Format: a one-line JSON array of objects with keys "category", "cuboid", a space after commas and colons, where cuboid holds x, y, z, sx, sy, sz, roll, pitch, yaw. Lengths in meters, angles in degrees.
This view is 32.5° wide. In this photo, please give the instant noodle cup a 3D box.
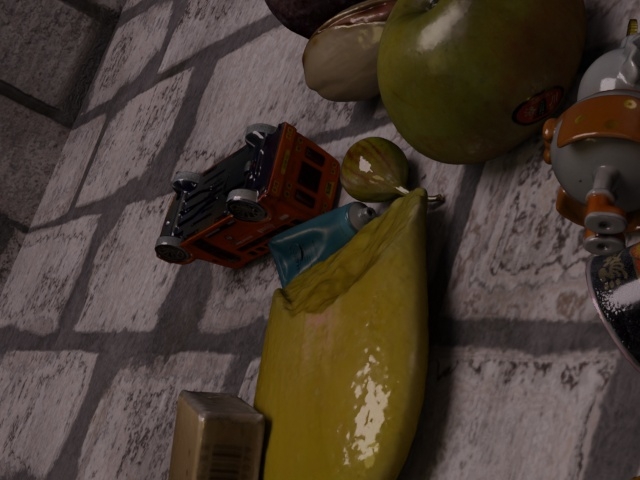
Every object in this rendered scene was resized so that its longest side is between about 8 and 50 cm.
[{"category": "instant noodle cup", "cuboid": [0.305, 0.034, 0.883, 0.135, 0.127, 0.127, -35, 37, 30]}]

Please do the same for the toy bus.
[{"category": "toy bus", "cuboid": [-0.121, -0.050, 1.669, 0.329, 0.153, 0.143, -26, 44, 48]}]

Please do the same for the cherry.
[{"category": "cherry", "cuboid": [0.001, -0.416, 1.770, 0.195, 0.195, 0.195, -42, 33, 36]}]

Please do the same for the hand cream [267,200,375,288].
[{"category": "hand cream", "cuboid": [0.000, 0.000, 1.518, 0.224, 0.048, 0.083, -31, 75, 47]}]

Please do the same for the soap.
[{"category": "soap", "cuboid": [0.017, 0.143, 1.286, 0.306, 0.115, 0.427, -34, 38, 40]}]

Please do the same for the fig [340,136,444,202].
[{"category": "fig", "cuboid": [0.088, -0.091, 1.404, 0.166, 0.093, 0.093, 6, 71, 63]}]

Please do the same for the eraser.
[{"category": "eraser", "cuboid": [-0.140, 0.357, 1.295, 0.144, 0.078, 0.343, -171, 89, -71]}]

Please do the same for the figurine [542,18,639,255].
[{"category": "figurine", "cuboid": [0.278, -0.106, 1.038, 0.143, 0.143, 0.271, -39, 37, 39]}]

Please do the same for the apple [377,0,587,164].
[{"category": "apple", "cuboid": [0.176, -0.217, 1.247, 0.261, 0.194, 0.261, -41, 28, 28]}]

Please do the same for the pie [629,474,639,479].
[{"category": "pie", "cuboid": [0.263, 0.278, 0.780, 0.273, 0.069, 0.273, -36, 39, 36]}]

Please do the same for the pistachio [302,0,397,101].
[{"category": "pistachio", "cuboid": [0.065, -0.273, 1.557, 0.215, 0.144, 0.144, -28, 42, 38]}]
